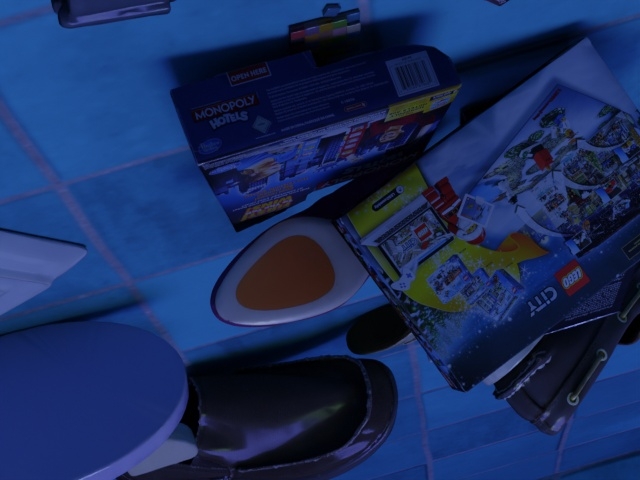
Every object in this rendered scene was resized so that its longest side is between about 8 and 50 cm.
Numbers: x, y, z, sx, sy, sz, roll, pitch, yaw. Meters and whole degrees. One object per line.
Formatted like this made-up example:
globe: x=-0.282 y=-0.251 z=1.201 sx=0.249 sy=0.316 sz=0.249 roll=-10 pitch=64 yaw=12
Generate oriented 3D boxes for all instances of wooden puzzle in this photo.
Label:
wooden puzzle: x=0.003 y=-0.137 z=1.032 sx=0.049 sy=0.006 sz=0.083 roll=-14 pitch=160 yaw=-5

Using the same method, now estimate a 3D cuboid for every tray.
tray: x=-0.321 y=0.028 z=1.190 sx=0.145 sy=0.030 sz=0.270 roll=-28 pitch=157 yaw=28

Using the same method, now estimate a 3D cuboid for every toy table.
toy table: x=-0.253 y=0.194 z=1.425 sx=0.274 sy=0.252 sz=0.161 roll=-7 pitch=143 yaw=-1

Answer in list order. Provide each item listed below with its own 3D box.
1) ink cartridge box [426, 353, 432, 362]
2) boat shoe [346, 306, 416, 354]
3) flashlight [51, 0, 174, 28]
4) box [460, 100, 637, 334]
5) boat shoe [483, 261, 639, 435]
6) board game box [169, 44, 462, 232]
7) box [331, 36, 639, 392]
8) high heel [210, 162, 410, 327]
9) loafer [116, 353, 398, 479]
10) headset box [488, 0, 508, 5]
ink cartridge box: x=0.156 y=0.037 z=1.485 sx=0.046 sy=0.097 sz=0.207 roll=-6 pitch=157 yaw=-28
boat shoe: x=0.094 y=0.093 z=1.656 sx=0.135 sy=0.050 sz=0.045 roll=-23 pitch=154 yaw=19
flashlight: x=0.006 y=-0.173 z=0.800 sx=0.304 sy=0.103 sz=0.103 roll=-13 pitch=161 yaw=-12
box: x=0.190 y=-0.020 z=1.281 sx=0.108 sy=0.153 sz=0.207 roll=-17 pitch=161 yaw=-1
boat shoe: x=0.272 y=0.067 z=1.470 sx=0.324 sy=0.096 sz=0.116 roll=-39 pitch=175 yaw=-41
board game box: x=-0.015 y=-0.074 z=1.099 sx=0.194 sy=0.060 sz=0.194 roll=-17 pitch=167 yaw=-14
box: x=0.148 y=-0.019 z=1.125 sx=0.233 sy=0.159 sz=0.044 roll=-36 pitch=-176 yaw=-8
high heel: x=0.000 y=0.000 z=1.216 sx=0.244 sy=0.082 sz=0.117 roll=-36 pitch=-168 yaw=-24
loafer: x=-0.092 y=0.209 z=1.675 sx=0.366 sy=0.133 sz=0.130 roll=-17 pitch=156 yaw=17
headset box: x=0.119 y=-0.184 z=0.960 sx=0.083 sy=0.032 sz=0.062 roll=-29 pitch=156 yaw=34
